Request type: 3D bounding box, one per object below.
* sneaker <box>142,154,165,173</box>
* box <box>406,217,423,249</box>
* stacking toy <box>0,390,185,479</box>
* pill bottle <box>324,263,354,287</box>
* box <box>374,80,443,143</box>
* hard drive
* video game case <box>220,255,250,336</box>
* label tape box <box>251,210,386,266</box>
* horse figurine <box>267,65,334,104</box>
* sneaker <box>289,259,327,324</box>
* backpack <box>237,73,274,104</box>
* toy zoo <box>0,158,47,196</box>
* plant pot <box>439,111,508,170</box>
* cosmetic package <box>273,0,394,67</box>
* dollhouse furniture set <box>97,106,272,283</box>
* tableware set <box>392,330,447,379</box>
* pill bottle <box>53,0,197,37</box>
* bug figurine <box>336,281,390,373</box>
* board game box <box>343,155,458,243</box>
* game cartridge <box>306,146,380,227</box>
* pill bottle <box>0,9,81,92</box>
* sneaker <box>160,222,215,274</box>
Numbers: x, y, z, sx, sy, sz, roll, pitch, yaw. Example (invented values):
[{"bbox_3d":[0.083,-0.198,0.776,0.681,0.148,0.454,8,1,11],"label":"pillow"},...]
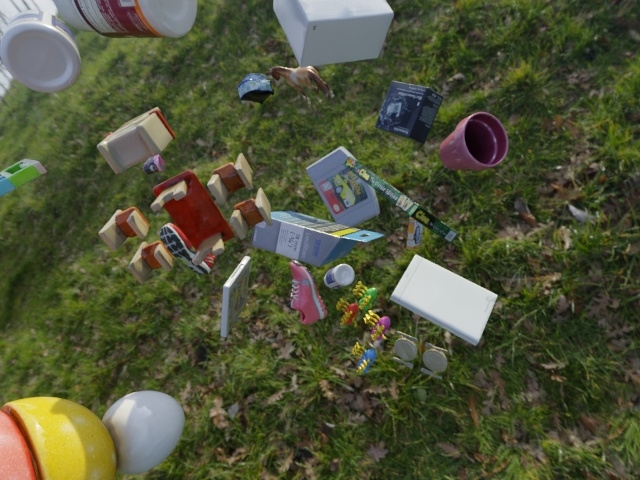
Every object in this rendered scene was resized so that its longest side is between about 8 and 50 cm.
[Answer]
[{"bbox_3d":[-0.444,-0.205,1.055,0.057,0.047,0.119,-27,30,-5],"label":"sneaker"},{"bbox_3d":[0.357,-0.037,1.502,0.028,0.081,0.136,15,108,35],"label":"box"},{"bbox_3d":[-0.381,0.315,0.481,0.351,0.480,0.349,3,95,40],"label":"stacking toy"},{"bbox_3d":[0.089,0.192,2.072,0.111,0.112,0.187,-62,12,-22],"label":"pill bottle"},{"bbox_3d":[0.282,-0.413,1.286,0.156,0.093,0.158,34,111,44],"label":"box"},{"bbox_3d":[0.485,0.224,1.573,0.353,0.047,0.233,28,58,16],"label":"hard drive"},{"bbox_3d":[-0.308,0.202,1.456,0.206,0.026,0.226,-67,-11,-60],"label":"video game case"},{"bbox_3d":[0.000,0.000,1.196,0.334,0.241,0.105,16,101,20],"label":"label tape box"},{"bbox_3d":[-0.057,-0.556,1.409,0.066,0.174,0.263,-52,37,-10],"label":"horse figurine"},{"bbox_3d":[-0.080,0.238,1.764,0.136,0.313,0.116,-29,16,-20],"label":"sneaker"},{"bbox_3d":[-0.247,-0.561,1.476,0.115,0.084,0.105,-17,0,-42],"label":"backpack"},{"bbox_3d":[-0.767,-0.090,0.878,0.193,0.030,0.293,15,50,46],"label":"toy zoo"},{"bbox_3d":[0.543,-0.342,1.463,0.201,0.201,0.180,-57,14,-16],"label":"plant pot"},{"bbox_3d":[0.024,-0.576,1.006,0.224,0.138,0.224,-15,68,-17],"label":"cosmetic package"},{"bbox_3d":[-0.250,-0.090,0.701,0.262,0.259,0.135,-24,29,6],"label":"dollhouse furniture set"},{"bbox_3d":[0.361,0.405,1.432,0.194,0.128,0.039,16,25,29],"label":"tableware set"},{"bbox_3d":[-0.601,-0.740,1.218,0.393,0.224,0.223,12,61,21],"label":"pill bottle"},{"bbox_3d":[0.139,0.272,1.270,0.216,0.072,0.278,-63,28,32],"label":"bug figurine"},{"bbox_3d":[0.155,-0.090,0.817,0.030,0.136,0.259,-53,39,11],"label":"board game box"},{"bbox_3d":[0.095,-0.197,1.531,0.196,0.294,0.060,-28,7,25],"label":"game cartridge"},{"bbox_3d":[-0.684,-0.477,0.986,0.153,0.153,0.264,-43,46,5],"label":"pill bottle"},{"bbox_3d":[-0.533,0.022,1.621,0.108,0.279,0.118,-7,44,30],"label":"sneaker"}]
